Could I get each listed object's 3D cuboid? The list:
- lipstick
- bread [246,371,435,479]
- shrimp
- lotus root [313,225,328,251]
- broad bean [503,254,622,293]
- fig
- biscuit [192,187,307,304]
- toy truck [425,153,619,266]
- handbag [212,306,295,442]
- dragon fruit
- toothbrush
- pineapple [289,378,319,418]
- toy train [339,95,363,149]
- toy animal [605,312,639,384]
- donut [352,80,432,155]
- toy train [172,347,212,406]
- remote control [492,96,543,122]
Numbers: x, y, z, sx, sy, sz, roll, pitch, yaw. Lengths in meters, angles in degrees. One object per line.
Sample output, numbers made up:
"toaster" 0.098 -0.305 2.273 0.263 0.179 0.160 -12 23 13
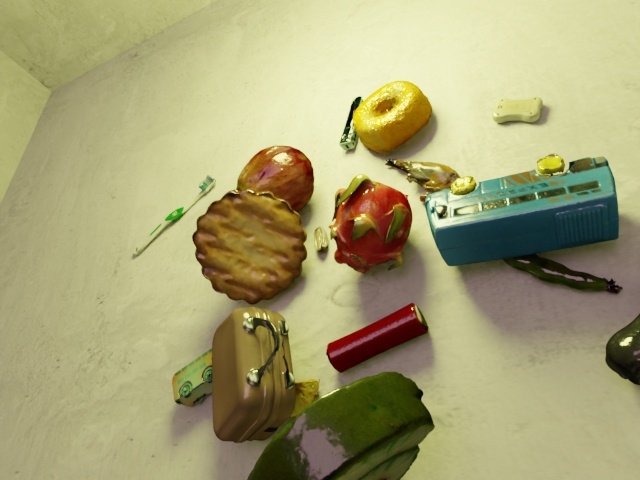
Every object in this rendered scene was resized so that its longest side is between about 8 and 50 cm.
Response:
"lipstick" 0.131 0.230 1.126 0.241 0.080 0.080 -29 50 14
"bread" 0.044 0.399 0.879 0.382 0.366 0.129 -44 54 3
"shrimp" 0.261 -0.173 1.316 0.262 0.066 0.117 21 74 41
"lotus root" 0.002 0.000 1.386 0.037 0.030 0.083 -45 37 40
"broad bean" 0.484 0.059 1.041 0.298 0.043 0.060 27 57 40
"fig" -0.142 -0.173 1.473 0.263 0.224 0.224 -40 48 4
"biscuit" -0.197 0.013 1.361 0.326 0.325 0.107 -37 7 6
"toy truck" 0.426 -0.061 1.048 0.385 0.161 0.162 -11 40 23
"handbag" -0.154 0.301 1.149 0.283 0.149 0.301 -53 35 40
"dragon fruit" 0.123 -0.037 1.215 0.224 0.224 0.227 10 70 36
"toothbrush" -0.544 -0.087 1.782 0.418 0.040 0.042 -44 46 6
"pineapple" -0.070 0.368 1.169 0.114 0.077 0.114 8 59 50
"toy train" 0.107 -0.387 1.560 0.043 0.047 0.207 -6 57 36
"toy animal" 0.656 0.128 0.853 0.168 0.106 0.343 24 69 47
"donut" 0.212 -0.377 1.455 0.254 0.118 0.253 -28 37 24
"toy train" -0.327 0.378 1.317 0.188 0.072 0.099 -34 49 8
"remote control" 0.528 -0.349 1.286 0.122 0.032 0.074 10 67 36
